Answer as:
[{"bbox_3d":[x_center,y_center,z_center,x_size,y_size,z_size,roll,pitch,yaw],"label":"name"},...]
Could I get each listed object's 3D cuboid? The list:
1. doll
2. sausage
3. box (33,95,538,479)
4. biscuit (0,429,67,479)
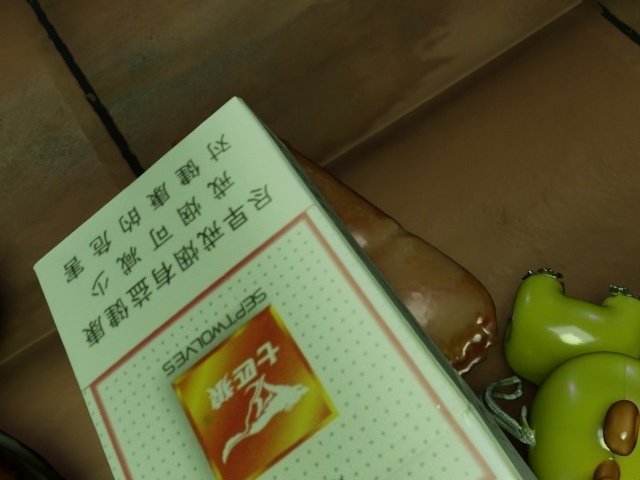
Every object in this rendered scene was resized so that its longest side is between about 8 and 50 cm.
[{"bbox_3d":[0.179,0.116,0.449,0.136,0.142,0.221,15,35,12],"label":"doll"},{"bbox_3d":[0.001,0.000,0.580,0.348,0.094,0.097,39,75,25],"label":"sausage"},{"bbox_3d":[-0.044,0.085,0.448,0.210,0.095,0.330,-39,57,6],"label":"box"},{"bbox_3d":[-0.280,0.262,0.437,0.268,0.115,0.366,-41,94,-20],"label":"biscuit"}]
